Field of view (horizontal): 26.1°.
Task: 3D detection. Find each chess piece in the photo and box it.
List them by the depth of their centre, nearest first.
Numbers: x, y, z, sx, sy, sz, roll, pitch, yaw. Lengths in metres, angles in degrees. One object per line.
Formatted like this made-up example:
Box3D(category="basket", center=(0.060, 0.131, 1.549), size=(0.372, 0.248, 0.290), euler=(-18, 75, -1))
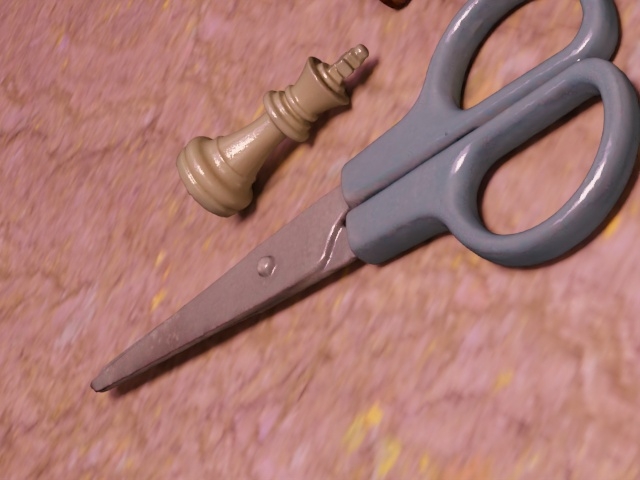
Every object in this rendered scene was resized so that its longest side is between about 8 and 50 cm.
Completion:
Box3D(category="chess piece", center=(-0.025, -0.079, 0.909), size=(0.149, 0.059, 0.059), euler=(-38, 42, 19))

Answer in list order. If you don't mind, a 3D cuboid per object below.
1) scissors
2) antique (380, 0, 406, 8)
Box3D(category="scissors", center=(0.000, 0.000, 0.842), size=(0.447, 0.029, 0.192), euler=(-33, 45, 33))
Box3D(category="antique", center=(0.095, -0.305, 0.875), size=(0.310, 0.087, 0.093), euler=(-54, 36, 12))
